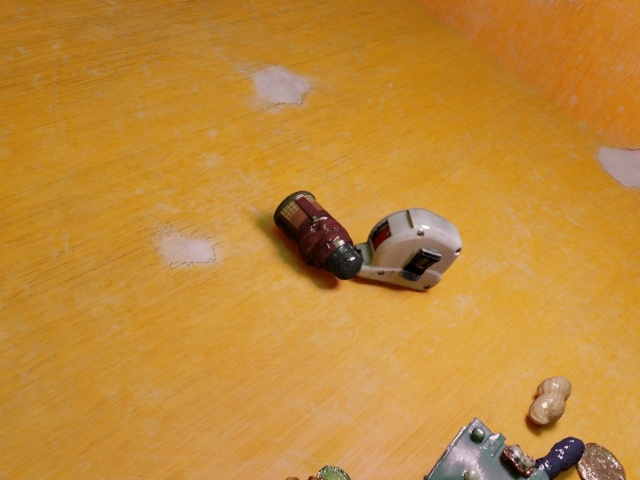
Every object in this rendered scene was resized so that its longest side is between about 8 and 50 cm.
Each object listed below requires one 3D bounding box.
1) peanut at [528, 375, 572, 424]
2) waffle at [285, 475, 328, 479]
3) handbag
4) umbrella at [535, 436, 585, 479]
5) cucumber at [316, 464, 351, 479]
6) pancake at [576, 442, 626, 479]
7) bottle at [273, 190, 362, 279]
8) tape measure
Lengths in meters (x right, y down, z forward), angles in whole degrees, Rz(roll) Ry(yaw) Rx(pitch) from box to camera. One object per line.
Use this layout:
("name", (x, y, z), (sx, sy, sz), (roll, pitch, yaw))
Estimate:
("peanut", (0.580, 0.406, 2.094), (0.082, 0.082, 0.187), (34, 41, 10))
("waffle", (-0.052, 0.517, 1.539), (0.243, 0.059, 0.238), (-3, 15, 19))
("handbag", (0.363, 0.542, 1.773), (0.268, 0.100, 0.274), (39, 50, 17))
("umbrella", (0.532, 0.536, 1.938), (0.248, 0.071, 0.071), (-25, 60, -38))
("cucumber", (0.041, 0.561, 1.631), (0.115, 0.063, 0.244), (-2, 46, -8))
("pancake", (0.685, 0.557, 2.022), (0.139, 0.022, 0.139), (15, 39, -13))
("bottle", (0.000, 0.000, 2.188), (0.271, 0.143, 0.156), (46, 4, 28))
("tape measure", (0.236, 0.031, 2.212), (0.243, 0.246, 0.125), (13, 44, -25))
